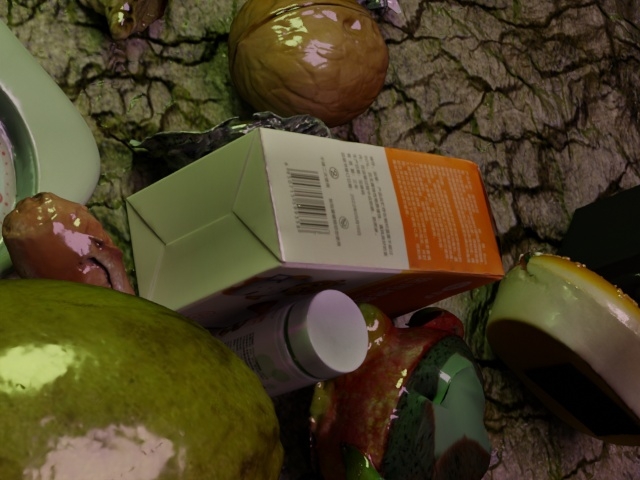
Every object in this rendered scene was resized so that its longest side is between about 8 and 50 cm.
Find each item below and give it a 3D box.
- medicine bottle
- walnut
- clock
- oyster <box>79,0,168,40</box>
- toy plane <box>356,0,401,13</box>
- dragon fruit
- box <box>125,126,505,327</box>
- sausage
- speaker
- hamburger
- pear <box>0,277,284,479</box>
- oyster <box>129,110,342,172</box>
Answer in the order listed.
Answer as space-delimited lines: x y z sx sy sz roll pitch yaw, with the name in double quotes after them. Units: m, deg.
-0.045 0.113 1.521 0.086 0.183 0.086 21 58 -39 "medicine bottle"
-0.016 -0.208 1.705 0.207 0.167 0.167 4 71 -47 "walnut"
-0.362 -0.064 1.324 0.265 0.108 0.324 52 45 -19 "clock"
-0.221 -0.388 1.621 0.221 0.096 0.361 27 53 -28 "oyster"
0.040 -0.314 1.880 0.171 0.065 0.162 -18 98 -53 "toy plane"
0.093 0.200 1.616 0.268 0.130 0.295 -47 133 -38 "dragon fruit"
0.000 0.000 1.585 0.341 0.225 0.143 6 68 -44 "box"
-0.168 0.132 1.378 0.094 0.094 0.419 -60 137 -43 "sausage"
0.486 0.053 2.046 0.232 0.254 0.184 48 44 -21 "speaker"
0.344 0.132 1.894 0.295 0.227 0.151 49 69 -25 "hamburger"
-0.241 0.193 1.162 0.413 0.352 0.352 -17 86 -24 "pear"
-0.084 -0.096 1.620 0.252 0.199 0.087 40 39 -73 "oyster"
